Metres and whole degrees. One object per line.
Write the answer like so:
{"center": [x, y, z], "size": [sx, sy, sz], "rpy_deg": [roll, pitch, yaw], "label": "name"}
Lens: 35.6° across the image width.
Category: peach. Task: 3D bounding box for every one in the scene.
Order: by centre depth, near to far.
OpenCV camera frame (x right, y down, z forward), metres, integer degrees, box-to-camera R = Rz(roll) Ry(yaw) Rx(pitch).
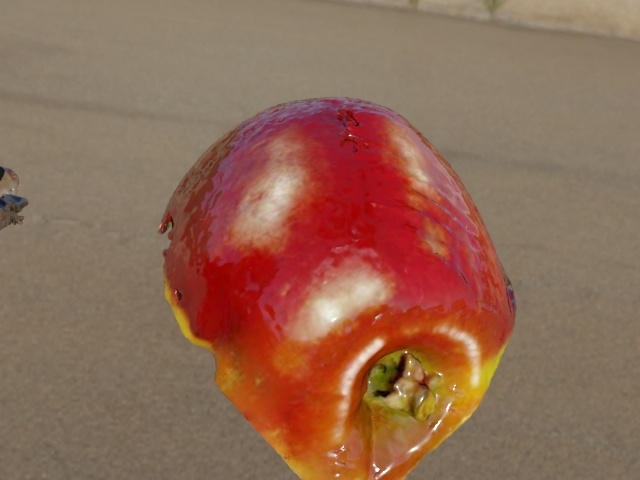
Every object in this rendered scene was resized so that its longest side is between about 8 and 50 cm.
{"center": [0.005, -0.003, 0.554], "size": [0.154, 0.158, 0.267], "rpy_deg": [-34, 22, 8], "label": "peach"}

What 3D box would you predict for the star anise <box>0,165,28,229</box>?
{"center": [-0.190, -0.010, 0.424], "size": [0.129, 0.124, 0.056], "rpy_deg": [-29, 74, -19], "label": "star anise"}
